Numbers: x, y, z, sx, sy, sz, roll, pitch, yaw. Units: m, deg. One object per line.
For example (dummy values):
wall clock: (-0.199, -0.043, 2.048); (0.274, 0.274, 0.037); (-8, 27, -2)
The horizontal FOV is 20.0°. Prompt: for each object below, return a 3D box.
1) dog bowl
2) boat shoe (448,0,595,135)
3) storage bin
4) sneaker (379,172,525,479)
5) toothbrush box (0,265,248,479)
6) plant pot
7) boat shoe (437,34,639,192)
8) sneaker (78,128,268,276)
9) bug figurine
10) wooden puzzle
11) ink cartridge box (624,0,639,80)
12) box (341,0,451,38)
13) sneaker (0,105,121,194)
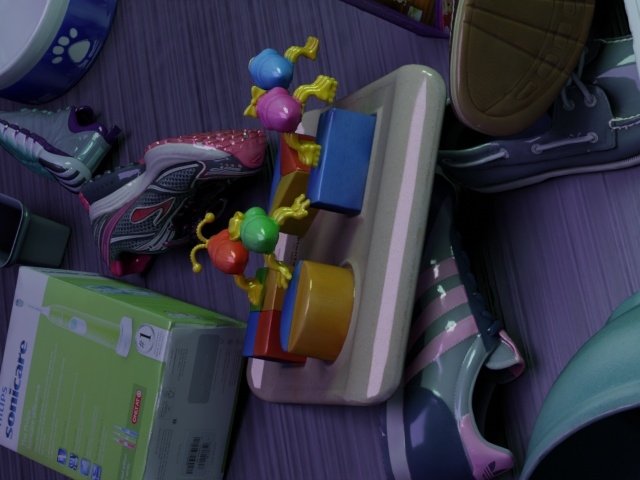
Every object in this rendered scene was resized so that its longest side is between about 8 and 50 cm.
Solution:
dog bowl: (-0.379, -0.311, 2.315); (0.265, 0.104, 0.265); (-14, 69, 41)
boat shoe: (0.176, -0.247, 1.675); (0.123, 0.123, 0.342); (149, 133, -68)
storage bin: (-0.378, -0.003, 2.235); (0.135, 0.091, 0.098); (17, 90, 46)
sneaker: (0.133, 0.083, 1.739); (0.131, 0.112, 0.319); (-1, 71, 15)
toothbrush box: (-0.226, 0.158, 2.009); (0.283, 0.122, 0.206); (14, 96, 44)
plant pot: (0.303, 0.152, 1.430); (0.293, 0.293, 0.196); (-33, 30, 33)
boat shoe: (0.231, -0.126, 1.687); (0.319, 0.099, 0.116); (-20, 62, 37)
sneaker: (-0.152, -0.048, 2.025); (0.299, 0.121, 0.112); (-25, 77, 50)
bug figurine: (-0.058, -0.072, 1.794); (0.216, 0.072, 0.279); (-155, 78, -75)
wooden puzzle: (0.000, 0.000, 1.801); (0.348, 0.080, 0.322); (170, 111, -69)
ink cartridge box: (0.422, -0.158, 1.510); (0.308, 0.091, 0.385); (-25, 60, 30)
box: (0.089, -0.370, 1.822); (0.057, 0.201, 0.293); (11, 86, 45)
sneaker: (-0.330, -0.132, 2.255); (0.098, 0.083, 0.223); (-49, 45, -12)
